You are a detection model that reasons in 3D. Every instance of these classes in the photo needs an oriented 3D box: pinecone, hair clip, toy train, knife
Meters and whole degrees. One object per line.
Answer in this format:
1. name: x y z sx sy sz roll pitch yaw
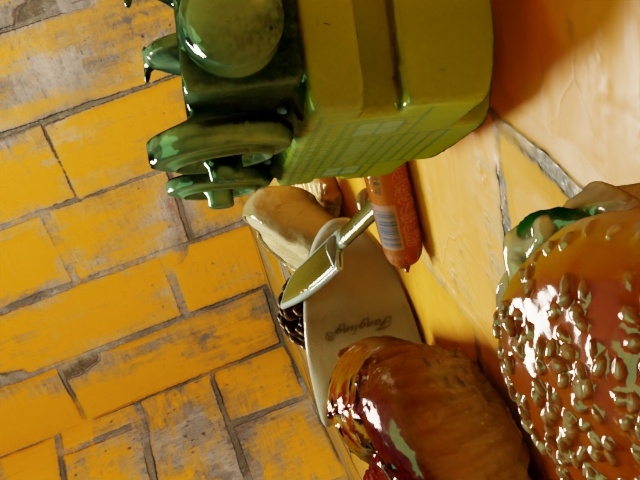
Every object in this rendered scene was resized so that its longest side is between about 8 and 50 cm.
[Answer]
1. pinecone: 0.001 0.108 1.729 0.165 0.163 0.163 89 159 -63
2. hair clip: 0.057 0.114 1.420 0.113 0.173 0.282 64 -164 -71
3. toy train: -0.012 -0.131 0.802 0.442 0.272 0.179 148 115 -83
4. knife: 0.016 0.017 1.306 0.343 0.027 0.061 136 140 -53

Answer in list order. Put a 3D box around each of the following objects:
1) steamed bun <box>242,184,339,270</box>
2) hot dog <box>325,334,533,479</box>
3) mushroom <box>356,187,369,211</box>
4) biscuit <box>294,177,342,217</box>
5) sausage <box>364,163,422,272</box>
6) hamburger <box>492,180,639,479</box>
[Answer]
1. steamed bun: -0.022 -0.017 1.577 0.231 0.110 0.212 22 163 44
2. hot dog: 0.142 0.290 1.158 0.365 0.196 0.367 146 101 -78
3. mushroom: 0.065 -0.112 1.196 0.068 0.043 0.306 43 159 24
4. biscuit: -0.013 -0.083 1.756 0.309 0.040 0.204 89 159 -67
5. sausage: 0.067 -0.107 1.110 0.053 0.053 0.347 -124 15 -59
6. hamburger: 0.181 0.074 0.473 0.237 0.147 0.236 156 90 -81
